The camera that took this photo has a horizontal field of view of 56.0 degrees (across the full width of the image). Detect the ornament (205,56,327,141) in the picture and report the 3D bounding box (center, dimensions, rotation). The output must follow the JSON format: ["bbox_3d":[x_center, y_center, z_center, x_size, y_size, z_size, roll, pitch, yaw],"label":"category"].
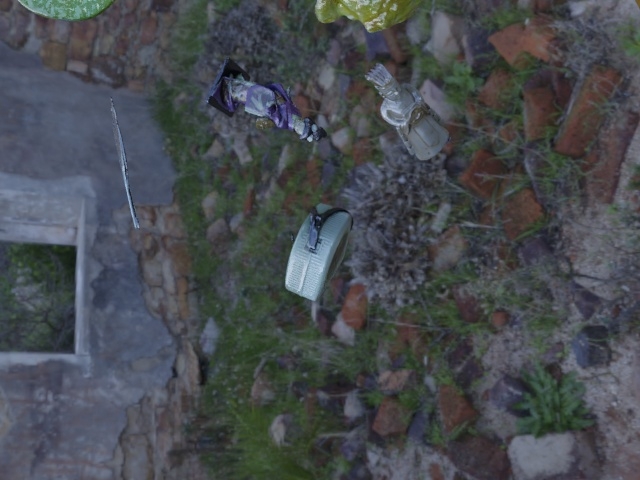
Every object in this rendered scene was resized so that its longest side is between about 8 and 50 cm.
[{"bbox_3d":[-0.079,-0.211,0.942,0.203,0.081,0.088,31,96,28],"label":"ornament"}]

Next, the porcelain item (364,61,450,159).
[{"bbox_3d":[0.152,-0.226,1.047,0.084,0.213,0.054,-49,44,2],"label":"porcelain item"}]

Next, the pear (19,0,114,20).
[{"bbox_3d":[-0.484,-0.524,1.173,0.139,0.287,0.239,144,120,-72],"label":"pear"}]

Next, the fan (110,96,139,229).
[{"bbox_3d":[-0.335,-0.121,1.030,0.152,0.008,0.227,126,130,-63],"label":"fan"}]

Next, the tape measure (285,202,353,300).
[{"bbox_3d":[0.000,0.000,1.407,0.235,0.115,0.207,-57,-16,-48],"label":"tape measure"}]

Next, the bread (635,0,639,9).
[{"bbox_3d":[0.309,-0.270,0.551,0.073,0.239,0.092,-32,12,12],"label":"bread"}]

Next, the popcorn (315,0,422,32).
[{"bbox_3d":[0.085,-0.526,1.155,0.225,0.276,0.277,50,-143,-72],"label":"popcorn"}]
